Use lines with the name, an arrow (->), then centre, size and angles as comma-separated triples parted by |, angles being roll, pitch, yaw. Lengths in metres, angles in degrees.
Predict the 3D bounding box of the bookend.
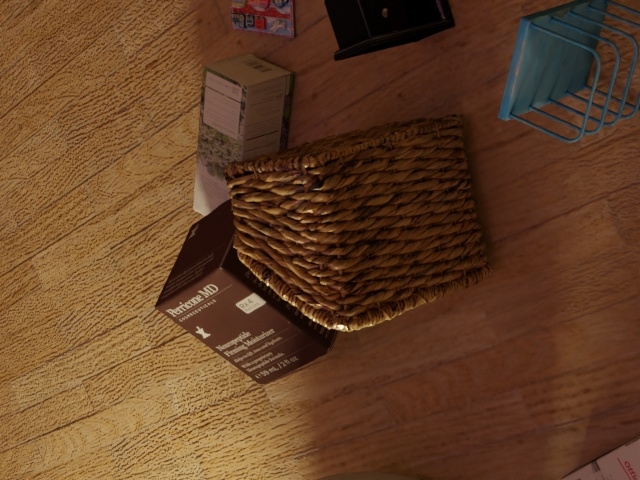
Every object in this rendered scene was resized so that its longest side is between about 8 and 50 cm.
bookend -> 0.071, -0.317, 1.724 | 0.072, 0.156, 0.157 | -16, 93, 48

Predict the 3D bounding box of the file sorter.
file sorter -> 0.295, -0.188, 1.534 | 0.104, 0.170, 0.118 | 30, 125, 31

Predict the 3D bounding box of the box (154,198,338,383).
box -> -0.086, 0.064, 1.957 | 0.203, 0.167, 0.168 | 38, 139, -20

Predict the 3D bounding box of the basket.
basket -> 0.038, -0.021, 1.763 | 0.213, 0.299, 0.223 | -3, 103, 47

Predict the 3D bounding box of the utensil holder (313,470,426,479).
utensil holder -> 0.076, 0.563, 1.938 | 0.327, 0.327, 0.385 | 23, 117, 39

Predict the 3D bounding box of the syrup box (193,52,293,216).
syrup box -> -0.114, -0.140, 2.025 | 0.093, 0.096, 0.237 | 29, 126, 35

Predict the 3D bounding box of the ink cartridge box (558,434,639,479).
ink cartridge box -> 0.382, 0.305, 1.711 | 0.180, 0.060, 0.104 | -42, 74, 46

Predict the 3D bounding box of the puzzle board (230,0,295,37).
puzzle board -> -0.085, -0.341, 1.982 | 0.128, 0.011, 0.096 | 15, 115, 41
